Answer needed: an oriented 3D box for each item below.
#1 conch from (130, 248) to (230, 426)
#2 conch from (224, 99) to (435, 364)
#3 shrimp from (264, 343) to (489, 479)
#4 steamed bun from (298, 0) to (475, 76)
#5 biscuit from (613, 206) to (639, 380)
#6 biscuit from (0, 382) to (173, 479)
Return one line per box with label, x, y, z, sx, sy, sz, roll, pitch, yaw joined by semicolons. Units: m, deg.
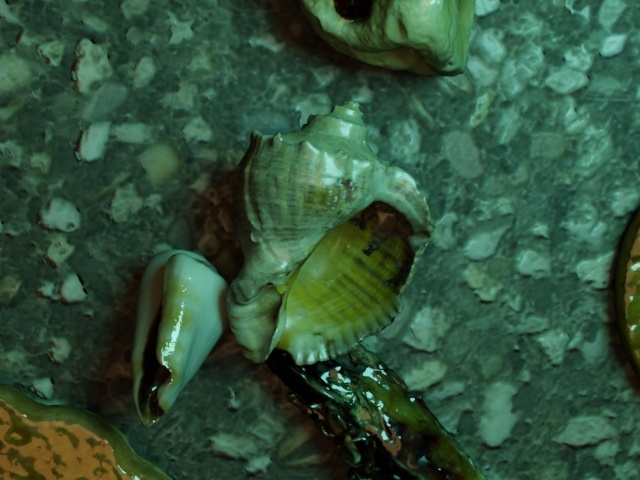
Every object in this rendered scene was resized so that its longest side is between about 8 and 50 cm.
conch;-0.133;0.073;1.030;0.104;0.176;0.094;-24;114;42
conch;0.000;0.000;1.012;0.178;0.163;0.245;24;99;11
shrimp;0.036;0.256;1.102;0.233;0.071;0.365;-40;103;9
steamed bun;0.049;-0.220;0.996;0.155;0.172;0.140;7;88;15
biscuit;0.430;0.044;1.094;0.318;0.040;0.318;0;98;-3
biscuit;-0.320;0.298;1.085;0.455;0.078;0.349;35;94;-4
